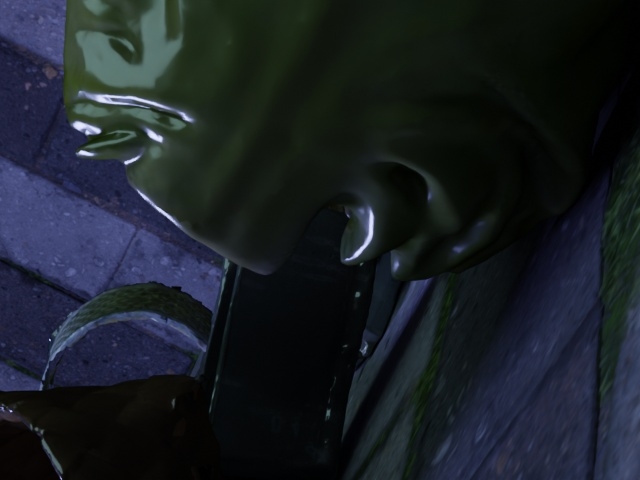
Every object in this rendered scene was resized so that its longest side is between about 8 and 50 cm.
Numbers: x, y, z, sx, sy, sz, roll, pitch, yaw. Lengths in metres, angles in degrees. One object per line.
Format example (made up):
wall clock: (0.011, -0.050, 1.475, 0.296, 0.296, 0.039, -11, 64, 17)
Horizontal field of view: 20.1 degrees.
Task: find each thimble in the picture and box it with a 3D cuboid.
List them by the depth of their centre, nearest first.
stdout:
thimble: (-0.244, 0.202, 2.398, 0.271, 0.271, 0.150, -62, 8, 10)

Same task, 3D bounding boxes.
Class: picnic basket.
picnic basket: (-0.240, 0.251, 1.273, 0.337, 0.337, 0.293, 128, 130, -67)

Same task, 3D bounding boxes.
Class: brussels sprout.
brussels sprout: (0.040, -0.209, 1.092, 0.425, 0.342, 0.361, -91, 19, -57)

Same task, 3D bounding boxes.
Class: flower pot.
flower pot: (-0.029, 0.082, 1.366, 0.103, 0.108, 0.229, 158, 123, -78)

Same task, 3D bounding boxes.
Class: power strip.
power strip: (0.054, 0.028, 1.558, 0.080, 0.029, 0.227, -56, 9, 53)

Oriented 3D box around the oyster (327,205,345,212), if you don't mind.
oyster: (0.002, 0.002, 1.714, 0.078, 0.128, 0.345, -33, -9, -9)
